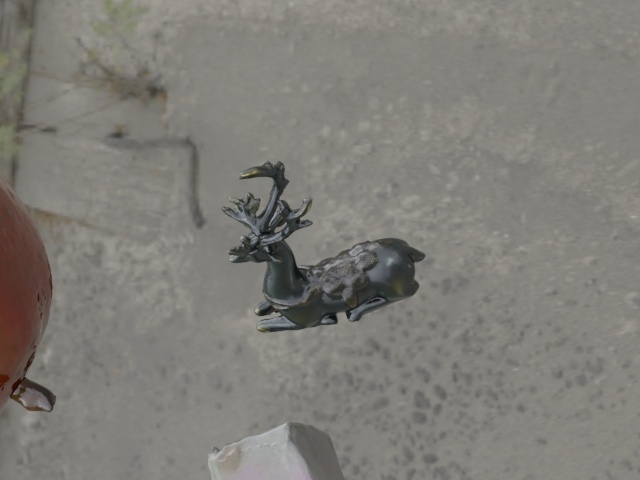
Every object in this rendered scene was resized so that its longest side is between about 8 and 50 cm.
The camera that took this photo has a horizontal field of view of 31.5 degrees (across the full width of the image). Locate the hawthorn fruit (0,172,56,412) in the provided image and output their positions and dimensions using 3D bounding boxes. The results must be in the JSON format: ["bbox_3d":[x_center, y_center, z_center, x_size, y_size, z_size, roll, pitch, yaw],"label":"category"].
[{"bbox_3d":[-0.207,0.026,0.510,0.185,0.202,0.185,-42,24,23],"label":"hawthorn fruit"}]

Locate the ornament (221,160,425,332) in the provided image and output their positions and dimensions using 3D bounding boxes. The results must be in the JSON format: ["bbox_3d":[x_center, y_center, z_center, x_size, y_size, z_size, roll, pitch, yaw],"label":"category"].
[{"bbox_3d":[0.000,0.000,1.175,0.202,0.236,0.080,-18,50,3],"label":"ornament"}]

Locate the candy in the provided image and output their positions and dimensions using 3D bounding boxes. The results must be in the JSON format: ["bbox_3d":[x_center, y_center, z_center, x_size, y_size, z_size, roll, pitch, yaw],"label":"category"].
[{"bbox_3d":[-0.038,0.333,1.436,0.137,0.185,0.195,-24,67,9],"label":"candy"}]
